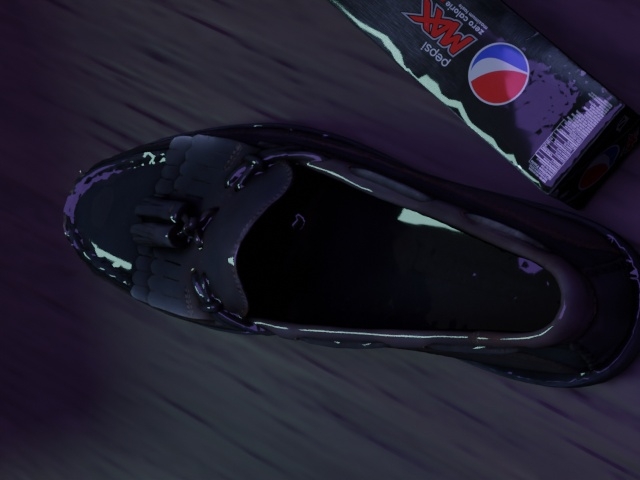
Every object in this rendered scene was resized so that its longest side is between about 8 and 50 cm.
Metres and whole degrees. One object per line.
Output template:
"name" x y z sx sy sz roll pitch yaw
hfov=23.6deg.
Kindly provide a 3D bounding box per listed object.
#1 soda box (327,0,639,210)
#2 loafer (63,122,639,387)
"soda box" 0.070 -0.089 0.711 0.169 0.060 0.053 45 102 22
"loafer" 0.000 0.000 0.714 0.302 0.095 0.109 11 90 24
